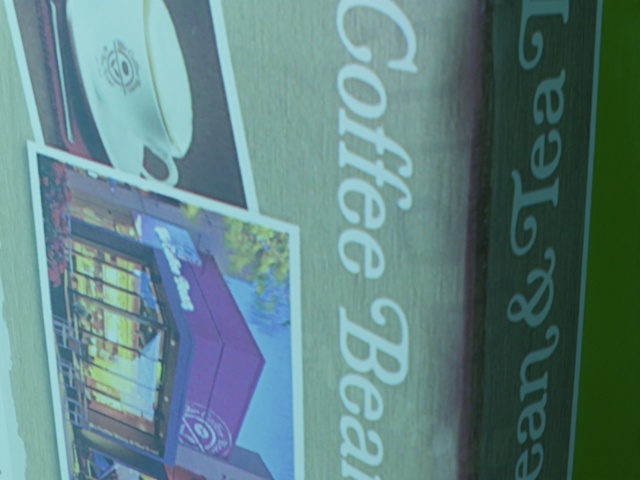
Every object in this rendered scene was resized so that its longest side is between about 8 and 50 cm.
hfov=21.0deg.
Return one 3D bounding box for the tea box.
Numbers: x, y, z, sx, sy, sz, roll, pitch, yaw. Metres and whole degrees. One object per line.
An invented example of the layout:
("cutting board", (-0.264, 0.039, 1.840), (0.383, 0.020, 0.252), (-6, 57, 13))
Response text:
("tea box", (0.038, -0.041, 0.516), (0.220, 0.323, 0.329), (18, 123, 31))
